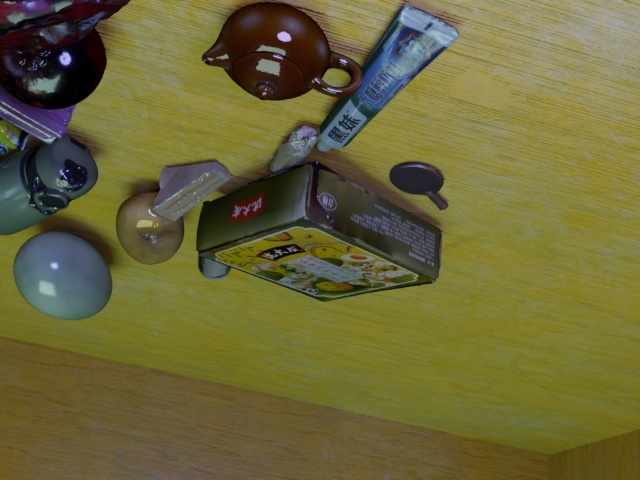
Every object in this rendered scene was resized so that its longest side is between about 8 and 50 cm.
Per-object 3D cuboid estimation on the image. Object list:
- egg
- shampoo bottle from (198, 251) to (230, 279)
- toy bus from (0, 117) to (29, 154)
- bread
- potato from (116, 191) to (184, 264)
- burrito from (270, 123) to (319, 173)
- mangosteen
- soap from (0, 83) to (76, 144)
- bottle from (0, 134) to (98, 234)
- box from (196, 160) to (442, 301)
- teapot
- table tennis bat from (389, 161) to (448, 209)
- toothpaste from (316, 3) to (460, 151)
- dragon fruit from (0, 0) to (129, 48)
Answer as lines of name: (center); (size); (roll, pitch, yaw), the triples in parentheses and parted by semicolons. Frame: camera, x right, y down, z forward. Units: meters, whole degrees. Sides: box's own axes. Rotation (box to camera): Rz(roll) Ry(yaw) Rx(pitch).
egg: (-0.703, 0.105, 2.068); (0.230, 0.229, 0.371); (6, 158, 9)
shampoo bottle: (-0.258, 0.004, 1.856); (0.092, 0.092, 0.303); (13, 153, -5)
toy bus: (-0.702, -0.254, 1.450); (0.262, 0.128, 0.150); (1, 152, 16)
bread: (-0.278, -0.106, 1.622); (0.152, 0.105, 0.077); (-4, 157, 29)
potato: (-0.410, -0.034, 1.782); (0.150, 0.146, 0.234); (-27, 155, -30)
burrito: (-0.055, -0.173, 1.471); (0.058, 0.045, 0.188); (32, 153, -8)
mangosteen: (-0.444, -0.300, 1.238); (0.200, 0.199, 0.200); (8, 154, 4)
soap: (-0.548, -0.276, 1.355); (0.066, 0.122, 0.203); (-15, 144, 40)
bottle: (-0.633, -0.124, 1.650); (0.347, 0.168, 0.168); (-16, 144, 37)
box: (0.000, 0.000, 1.656); (0.420, 0.138, 0.373); (24, 154, -39)
teapot: (-0.057, -0.272, 1.170); (0.252, 0.135, 0.178); (14, 158, -6)
table tennis bat: (0.203, -0.067, 1.509); (0.108, 0.119, 0.170); (-12, 145, 38)
toothpaste: (0.085, -0.248, 1.246); (0.099, 0.061, 0.392); (22, 150, -16)
dragon fruit: (-0.338, -0.380, 0.842); (0.329, 0.329, 0.329); (8, 154, 4)
